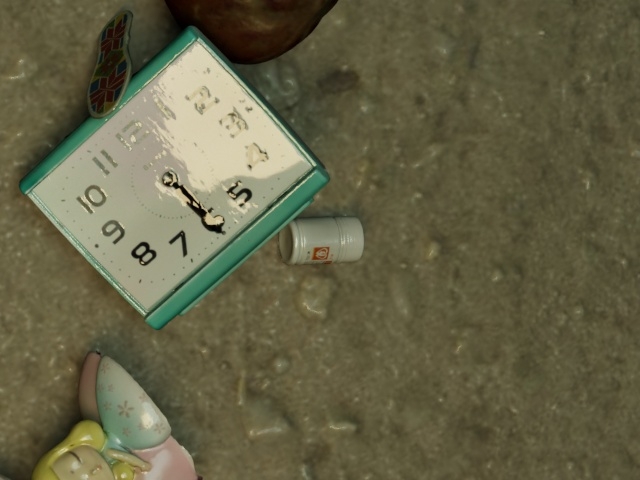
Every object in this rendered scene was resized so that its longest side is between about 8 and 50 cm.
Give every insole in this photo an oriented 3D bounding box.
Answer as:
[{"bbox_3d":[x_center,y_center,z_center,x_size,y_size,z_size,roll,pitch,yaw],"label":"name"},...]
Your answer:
[{"bbox_3d":[-0.226,-0.192,1.776,0.065,0.193,0.006,-33,124,23],"label":"insole"}]

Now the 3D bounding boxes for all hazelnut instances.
[{"bbox_3d":[-0.060,-0.310,1.817,0.218,0.218,0.234,14,115,-21],"label":"hazelnut"}]

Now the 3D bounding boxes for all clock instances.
[{"bbox_3d":[-0.156,-0.071,1.798,0.262,0.116,0.231,-41,100,10],"label":"clock"}]

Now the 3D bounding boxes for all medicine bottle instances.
[{"bbox_3d":[0.000,0.000,1.917,0.089,0.057,0.057,-3,91,-22],"label":"medicine bottle"}]

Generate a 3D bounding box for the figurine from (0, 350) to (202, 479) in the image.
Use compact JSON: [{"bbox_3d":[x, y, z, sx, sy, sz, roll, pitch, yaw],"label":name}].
[{"bbox_3d":[-0.333,0.235,1.726,0.316,0.206,0.284,-39,109,-24],"label":"figurine"}]
